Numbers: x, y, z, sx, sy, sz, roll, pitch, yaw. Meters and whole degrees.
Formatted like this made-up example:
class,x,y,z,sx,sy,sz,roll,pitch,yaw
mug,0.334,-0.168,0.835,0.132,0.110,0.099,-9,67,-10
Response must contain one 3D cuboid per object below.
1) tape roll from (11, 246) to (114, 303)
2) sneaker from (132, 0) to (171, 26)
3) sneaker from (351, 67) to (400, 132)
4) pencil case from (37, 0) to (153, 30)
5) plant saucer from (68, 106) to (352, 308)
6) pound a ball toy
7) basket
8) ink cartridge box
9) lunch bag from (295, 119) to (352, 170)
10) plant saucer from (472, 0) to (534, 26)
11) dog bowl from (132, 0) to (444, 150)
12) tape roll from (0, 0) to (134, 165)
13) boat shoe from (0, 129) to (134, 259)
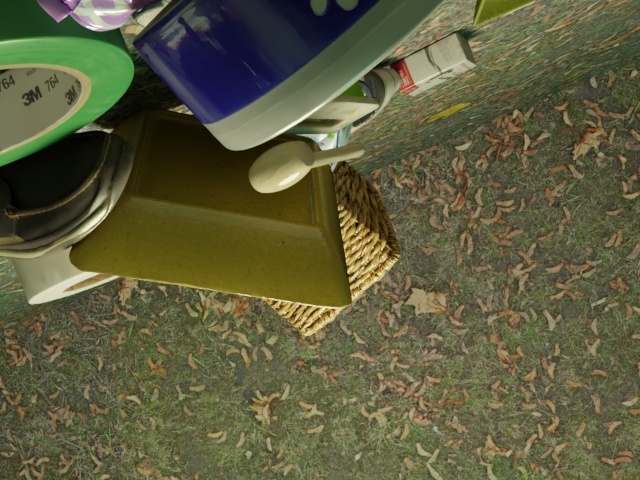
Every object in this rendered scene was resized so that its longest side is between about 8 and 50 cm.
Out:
class,x,y,z,sx,sy,sz,roll,pitch,yaw
tape roll,-0.402,-0.014,1.351,0.246,0.169,0.246,-23,176,-2
sneaker,-0.138,-0.212,0.795,0.052,0.058,0.135,-24,176,21
sneaker,0.032,-0.225,1.477,0.297,0.111,0.129,-23,-176,41
pencil case,-0.105,-0.223,0.544,0.206,0.086,0.088,-26,-148,36
plant saucer,-0.122,-0.066,1.027,0.333,0.081,0.333,10,-147,-12
pound a ball toy,-0.041,-0.162,0.999,0.136,0.208,0.319,-24,177,26
basket,0.000,0.000,1.576,0.299,0.223,0.213,-45,-168,32
ink cartridge box,0.209,-0.322,1.472,0.135,0.056,0.099,-23,176,23
lunch bag,0.002,-0.169,1.347,0.096,0.151,0.129,12,-137,11
plant saucer,0.304,-0.386,1.138,0.188,0.045,0.188,-23,177,4
dog bowl,-0.006,-0.192,0.578,0.265,0.104,0.265,-37,-159,17
tape roll,-0.327,-0.130,0.690,0.321,0.077,0.321,-22,177,-1
boat shoe,-0.373,-0.053,0.912,0.355,0.132,0.130,-16,144,27
